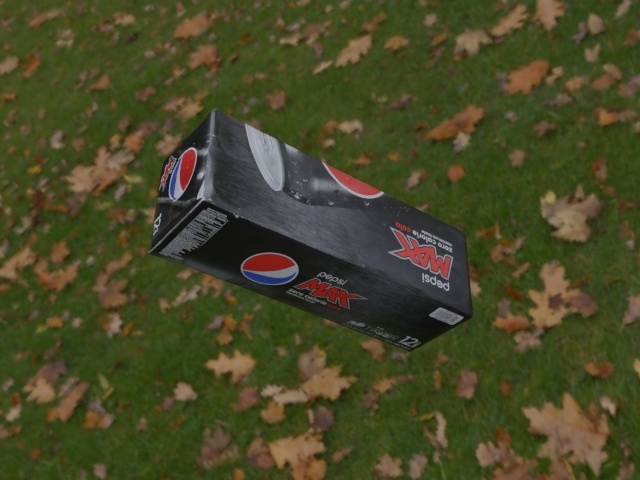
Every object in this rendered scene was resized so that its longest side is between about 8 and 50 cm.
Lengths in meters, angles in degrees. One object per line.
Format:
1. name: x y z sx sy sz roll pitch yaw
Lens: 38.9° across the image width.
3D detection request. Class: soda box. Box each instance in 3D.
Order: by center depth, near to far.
1. soda box: 0.000 0.000 0.469 0.053 0.169 0.060 -36 41 41
